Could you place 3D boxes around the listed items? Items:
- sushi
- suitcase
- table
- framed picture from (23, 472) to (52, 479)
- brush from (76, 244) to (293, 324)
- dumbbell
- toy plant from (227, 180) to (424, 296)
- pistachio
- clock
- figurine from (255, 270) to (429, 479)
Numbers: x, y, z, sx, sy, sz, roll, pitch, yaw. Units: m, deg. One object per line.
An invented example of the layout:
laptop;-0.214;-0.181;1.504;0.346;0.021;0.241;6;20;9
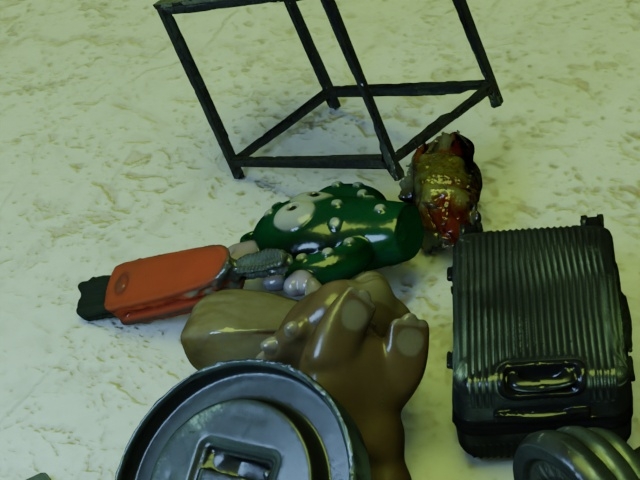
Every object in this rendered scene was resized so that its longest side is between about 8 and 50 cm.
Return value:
sushi;0.150;-0.057;2.141;0.097;0.103;0.226;16;34;-10
suitcase;0.243;0.102;1.876;0.202;0.128;0.312;-4;37;7
table;0.009;-0.245;2.195;0.222;0.272;0.335;-38;26;-33
framed picture;-0.342;0.347;1.730;0.232;0.019;0.296;-23;25;-18
brush;-0.166;0.053;2.034;0.323;0.051;0.070;-11;52;35
dumbbell;0.363;0.200;1.676;0.406;0.179;0.179;-27;40;-21
toy plant;0.001;-0.002;2.075;0.233;0.112;0.243;-28;25;-30
pistachio;-0.070;0.109;1.952;0.186;0.126;0.108;0;78;-12
clock;-0.080;0.257;1.699;0.281;0.055;0.280;-11;64;24
figurine;0.019;0.156;1.839;0.177;0.247;0.173;3;-6;-23
